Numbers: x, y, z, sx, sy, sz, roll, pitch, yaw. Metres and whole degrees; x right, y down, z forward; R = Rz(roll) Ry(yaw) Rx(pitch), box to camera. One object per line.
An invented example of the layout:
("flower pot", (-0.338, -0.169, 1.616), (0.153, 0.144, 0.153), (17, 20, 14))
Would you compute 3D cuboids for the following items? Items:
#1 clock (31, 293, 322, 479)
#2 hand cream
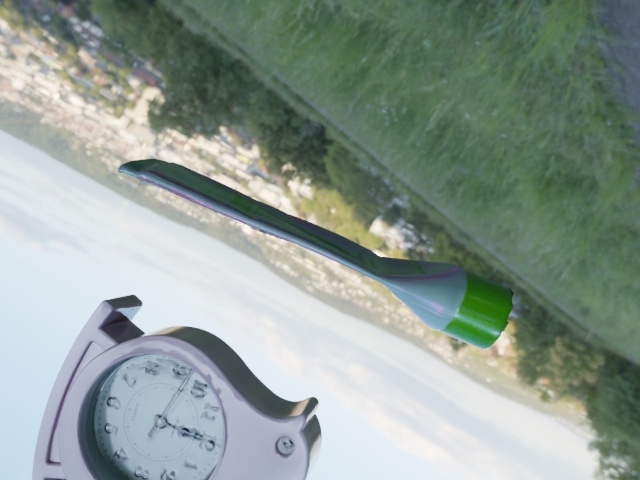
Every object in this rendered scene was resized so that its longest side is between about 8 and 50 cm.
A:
("clock", (-0.159, 0.240, 0.676), (0.275, 0.290, 0.080), (23, -178, 8))
("hand cream", (-0.001, 0.001, 0.456), (0.275, 0.050, 0.079), (24, 162, -4))
